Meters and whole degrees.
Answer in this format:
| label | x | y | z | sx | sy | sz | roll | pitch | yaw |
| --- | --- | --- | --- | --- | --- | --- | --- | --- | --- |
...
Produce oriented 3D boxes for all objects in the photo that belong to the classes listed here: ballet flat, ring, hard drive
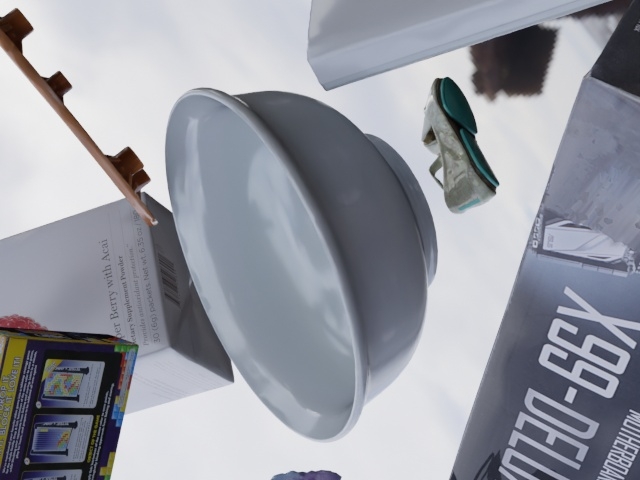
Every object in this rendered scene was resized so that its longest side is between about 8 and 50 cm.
| label | x | y | z | sx | sy | sz | roll | pitch | yaw |
| --- | --- | --- | --- | --- | --- | --- | --- | --- | --- |
| ballet flat | 0.113 | -0.086 | 1.129 | 0.057 | 0.052 | 0.168 | 38 | -155 | -31 |
| ring | -0.237 | -0.149 | 1.058 | 0.336 | 0.032 | 0.336 | 50 | 174 | 7 |
| hard drive | 0.142 | -0.225 | 0.917 | 0.203 | 0.308 | 0.040 | -85 | -28 | -45 |

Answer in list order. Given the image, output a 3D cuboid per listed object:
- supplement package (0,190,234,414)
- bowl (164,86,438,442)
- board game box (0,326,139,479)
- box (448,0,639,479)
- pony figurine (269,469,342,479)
| label | x | y | z | sx | sy | sz | roll | pitch | yaw |
| --- | --- | --- | --- | --- | --- | --- | --- | --- | --- |
| supplement package | -0.268 | 0.094 | 1.351 | 0.175 | 0.293 | 0.177 | 43 | -149 | -65 |
| bowl | 0.000 | 0.000 | 1.018 | 0.298 | 0.134 | 0.297 | 46 | 149 | 39 |
| board game box | -0.232 | 0.160 | 1.051 | 0.048 | 0.170 | 0.141 | 14 | -178 | 42 |
| box | 0.150 | -0.037 | 0.487 | 0.077 | 0.242 | 0.307 | 25 | -133 | 14 |
| pony figurine | 0.029 | 0.280 | 0.576 | 0.363 | 0.351 | 0.303 | 47 | 169 | 32 |
